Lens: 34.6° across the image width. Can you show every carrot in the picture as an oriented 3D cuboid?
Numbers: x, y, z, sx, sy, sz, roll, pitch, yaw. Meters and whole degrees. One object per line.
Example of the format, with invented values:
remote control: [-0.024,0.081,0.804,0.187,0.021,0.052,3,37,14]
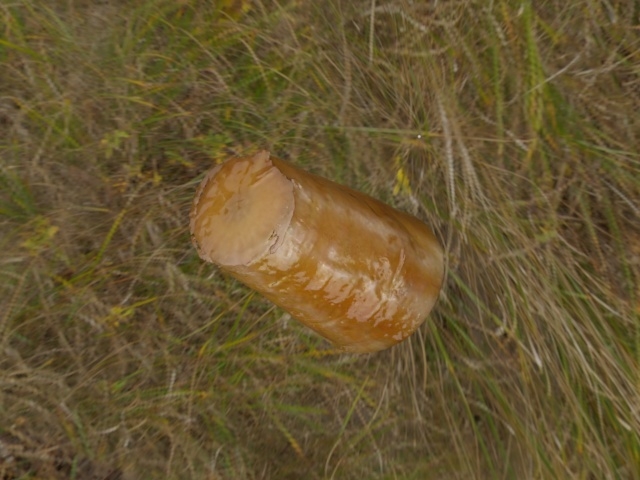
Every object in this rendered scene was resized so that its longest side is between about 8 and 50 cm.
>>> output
carrot: [0.000,0.000,1.169,0.196,0.254,0.195,-18,56,30]
